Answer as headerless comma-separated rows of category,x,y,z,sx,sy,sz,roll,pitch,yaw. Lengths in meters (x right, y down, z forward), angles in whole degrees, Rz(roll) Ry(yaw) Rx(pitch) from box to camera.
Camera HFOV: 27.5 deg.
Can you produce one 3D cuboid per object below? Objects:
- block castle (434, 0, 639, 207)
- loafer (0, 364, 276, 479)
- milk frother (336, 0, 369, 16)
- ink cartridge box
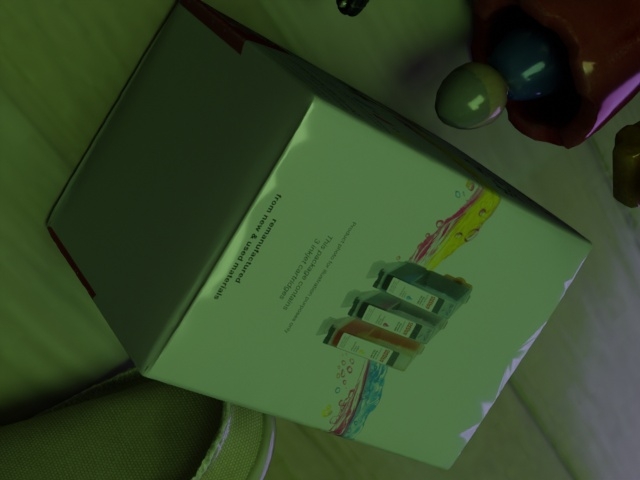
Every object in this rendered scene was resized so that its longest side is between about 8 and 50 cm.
block castle,0.214,-0.108,0.438,0.212,0.453,0.303,-32,129,-21
loafer,-0.143,0.127,0.579,0.268,0.102,0.092,-31,134,-11
milk frother,-0.024,-0.152,0.501,0.134,0.129,0.143,25,138,-3
ink cartridge box,0.000,0.000,0.574,0.176,0.128,0.127,25,102,-39
